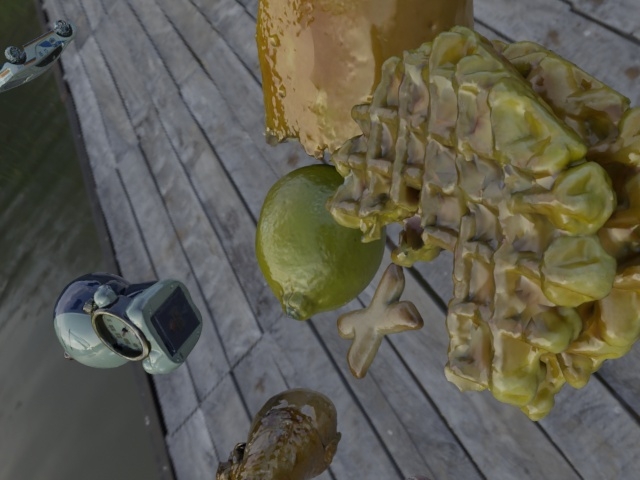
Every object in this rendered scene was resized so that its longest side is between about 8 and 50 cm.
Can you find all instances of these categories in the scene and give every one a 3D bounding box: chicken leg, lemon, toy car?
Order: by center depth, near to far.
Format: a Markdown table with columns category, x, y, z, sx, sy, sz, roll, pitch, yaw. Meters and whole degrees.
| category | x | y | z | sx | sy | sz | roll | pitch | yaw |
| --- | --- | --- | --- | --- | --- | --- | --- | --- | --- |
| lemon | 0.000 | 0.000 | 0.980 | 0.184 | 0.184 | 0.248 | -20 | 47 | 36 |
| toy car | -0.485 | -0.312 | 1.200 | 0.095 | 0.056 | 0.205 | -22 | 23 | 40 |
| chicken leg | -0.123 | 0.478 | 1.396 | 0.295 | 0.182 | 0.409 | -30 | 18 | 35 |

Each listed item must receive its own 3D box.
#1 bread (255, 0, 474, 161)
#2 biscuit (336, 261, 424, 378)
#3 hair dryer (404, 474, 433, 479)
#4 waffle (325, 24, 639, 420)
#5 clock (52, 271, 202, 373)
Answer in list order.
| category | x | y | z | sx | sy | sz | roll | pitch | yaw |
| --- | --- | --- | --- | --- | --- | --- | --- | --- | --- |
| bread | 0.031 | -0.295 | 1.021 | 0.361 | 0.250 | 0.394 | 18 | 123 | 46 |
| biscuit | 0.112 | 0.163 | 1.433 | 0.208 | 0.047 | 0.164 | -49 | 41 | 30 |
| hair dryer | 0.261 | 0.479 | 1.127 | 0.107 | 0.189 | 0.344 | -63 | 15 | -14 |
| waffle | 0.140 | -0.031 | 0.599 | 0.324 | 0.151 | 0.261 | 51 | 132 | 45 |
| clock | -0.305 | 0.129 | 1.098 | 0.243 | 0.200 | 0.146 | -1 | 40 | 37 |
